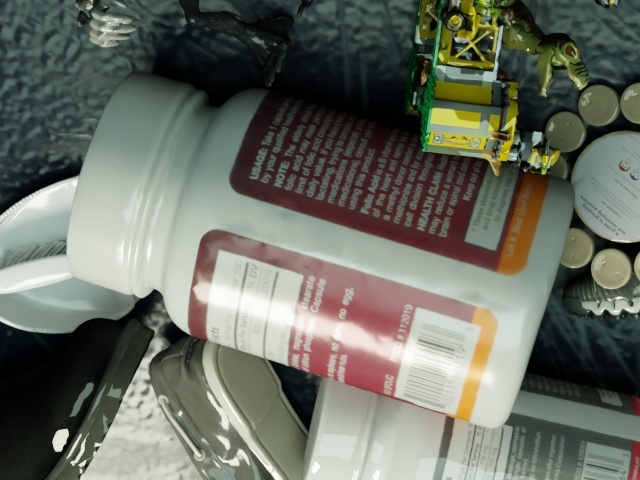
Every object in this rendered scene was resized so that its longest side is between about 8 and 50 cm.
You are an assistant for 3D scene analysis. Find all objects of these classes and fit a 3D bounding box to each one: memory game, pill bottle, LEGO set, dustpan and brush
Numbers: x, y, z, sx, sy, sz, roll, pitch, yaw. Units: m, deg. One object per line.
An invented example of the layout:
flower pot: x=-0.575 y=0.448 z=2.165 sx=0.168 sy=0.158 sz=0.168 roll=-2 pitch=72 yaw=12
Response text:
memory game: x=0.270 y=-0.047 z=1.593 sx=0.186 sy=0.012 sz=0.186 roll=2 pitch=96 yaw=22
pill bottle: x=0.000 y=0.000 z=1.543 sx=0.392 sy=0.224 sz=0.224 roll=18 pitch=114 yaw=5
LEGO set: x=0.180 y=-0.176 z=1.438 sx=0.192 sy=0.331 sz=0.254 roll=7 pitch=94 yaw=-2
pill bottle: x=0.150 y=0.201 z=1.660 sx=0.319 sy=0.176 sz=0.176 roll=13 pitch=114 yaw=-2
dustpan and brush: x=-0.291 y=0.036 z=1.675 sx=0.211 sy=0.060 sz=0.147 roll=-15 pitch=112 yaw=10

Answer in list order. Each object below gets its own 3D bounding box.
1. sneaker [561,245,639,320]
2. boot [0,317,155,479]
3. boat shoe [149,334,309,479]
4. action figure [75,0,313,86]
sneaker: x=0.324 y=0.009 z=1.625 sx=0.234 sy=0.078 sz=0.106 roll=-13 pitch=84 yaw=26
boot: x=-0.335 y=0.146 z=1.669 sx=0.260 sy=0.131 sz=0.348 roll=34 pitch=121 yaw=-11
boat shoe: x=-0.051 y=0.229 z=1.733 sx=0.096 sy=0.112 sz=0.335 roll=-15 pitch=110 yaw=36
action figure: x=-0.134 y=-0.244 z=1.502 sx=0.276 sy=0.141 sz=0.164 roll=26 pitch=114 yaw=-12
